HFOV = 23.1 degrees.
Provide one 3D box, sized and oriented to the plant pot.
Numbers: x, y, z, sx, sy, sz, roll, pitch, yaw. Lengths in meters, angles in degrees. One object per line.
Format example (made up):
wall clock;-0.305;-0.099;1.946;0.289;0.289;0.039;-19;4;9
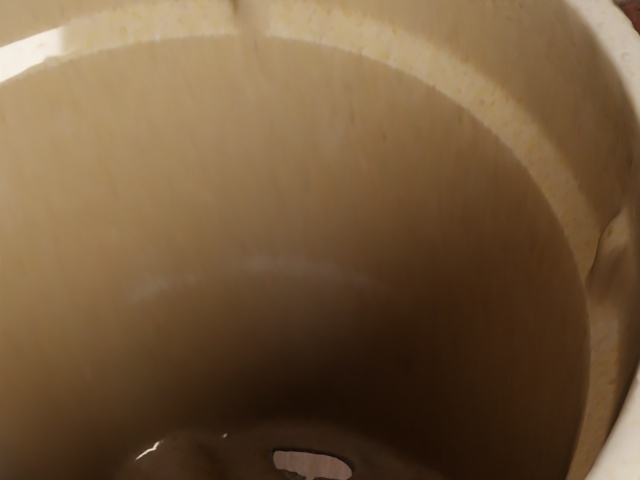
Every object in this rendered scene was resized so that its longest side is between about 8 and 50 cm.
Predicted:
plant pot;-0.043;0.082;0.567;0.305;0.333;0.334;79;16;-53
